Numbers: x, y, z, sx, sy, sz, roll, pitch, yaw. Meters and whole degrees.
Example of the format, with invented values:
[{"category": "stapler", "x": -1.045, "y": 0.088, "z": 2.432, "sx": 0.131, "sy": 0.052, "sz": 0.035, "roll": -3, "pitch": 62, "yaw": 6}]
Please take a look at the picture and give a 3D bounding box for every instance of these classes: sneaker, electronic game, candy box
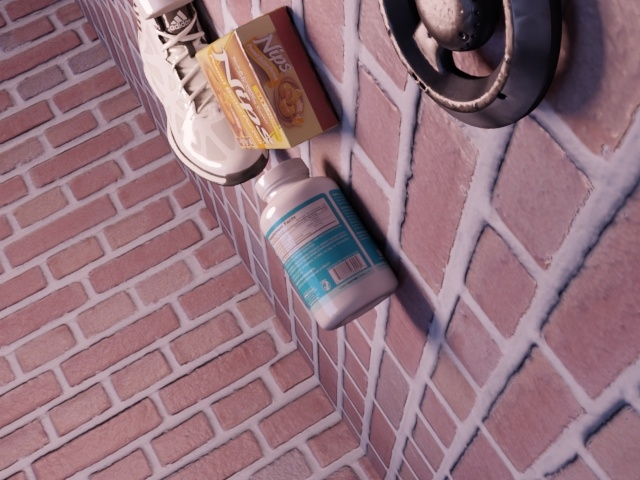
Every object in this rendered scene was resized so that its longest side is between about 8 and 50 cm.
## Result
[{"category": "sneaker", "x": -0.254, "y": -0.315, "z": 1.576, "sx": 0.447, "sy": 0.169, "sz": 0.257, "roll": 56, "pitch": 168, "yaw": 31}, {"category": "electronic game", "x": 0.113, "y": -0.201, "z": 0.690, "sx": 0.229, "sy": 0.048, "sz": 0.229, "roll": 51, "pitch": 156, "yaw": 33}, {"category": "candy box", "x": -0.093, "y": -0.241, "z": 1.305, "sx": 0.183, "sy": 0.087, "sz": 0.316, "roll": 64, "pitch": 167, "yaw": -14}]

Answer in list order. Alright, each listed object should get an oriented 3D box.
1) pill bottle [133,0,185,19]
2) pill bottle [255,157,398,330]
[{"category": "pill bottle", "x": -0.288, "y": -0.507, "z": 1.298, "sx": 0.302, "sy": 0.169, "sz": 0.169, "roll": 63, "pitch": 167, "yaw": -13}, {"category": "pill bottle", "x": 0.000, "y": 0.000, "z": 1.340, "sx": 0.264, "sy": 0.146, "sz": 0.146, "roll": 59, "pitch": 167, "yaw": 12}]
